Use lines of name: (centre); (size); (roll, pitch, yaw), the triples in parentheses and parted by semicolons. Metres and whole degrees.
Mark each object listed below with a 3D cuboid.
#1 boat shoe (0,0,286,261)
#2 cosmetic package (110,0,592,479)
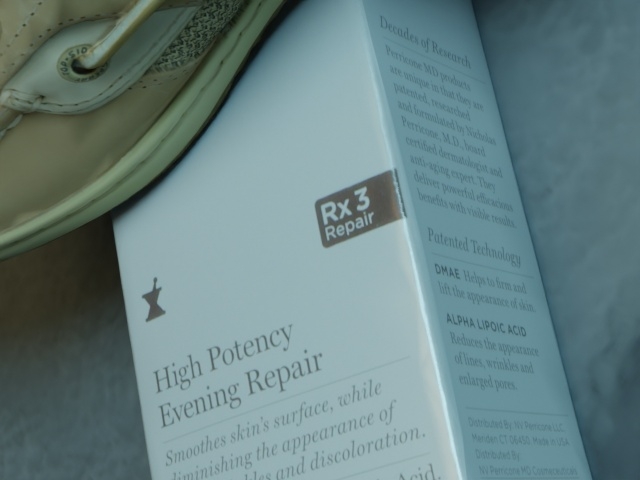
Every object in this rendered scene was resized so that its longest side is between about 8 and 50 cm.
boat shoe: (-0.063, -0.106, 0.385); (0.341, 0.110, 0.122); (-37, 61, 25)
cosmetic package: (0.000, 0.000, 0.439); (0.117, 0.085, 0.231); (-24, 70, 31)
